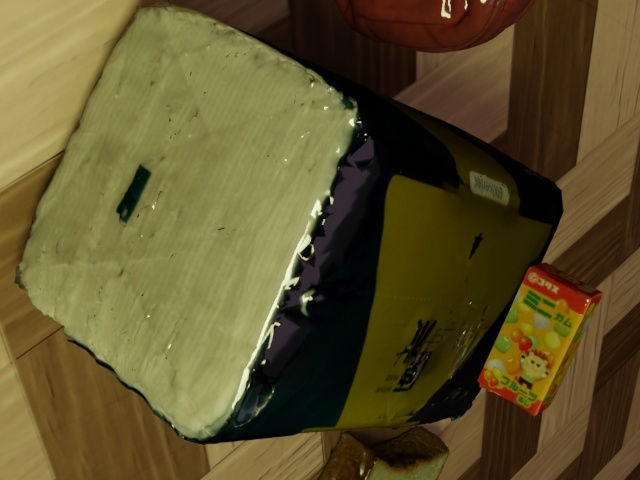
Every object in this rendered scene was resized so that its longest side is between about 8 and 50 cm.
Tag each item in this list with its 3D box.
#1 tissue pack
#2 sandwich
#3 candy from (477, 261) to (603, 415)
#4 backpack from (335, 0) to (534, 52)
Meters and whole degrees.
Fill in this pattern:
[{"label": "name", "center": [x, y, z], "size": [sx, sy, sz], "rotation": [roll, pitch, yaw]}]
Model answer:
[{"label": "tissue pack", "center": [0.000, 0.000, 0.990], "size": [0.416, 0.253, 0.264], "rotation": [12, 108, -60]}, {"label": "sandwich", "center": [0.069, 0.336, 1.564], "size": [0.215, 0.065, 0.186], "rotation": [3, 116, -55]}, {"label": "candy", "center": [0.192, 0.087, 1.045], "size": [0.038, 0.062, 0.122], "rotation": [-9, 125, -58]}, {"label": "backpack", "center": [0.083, -0.247, 0.914], "size": [0.139, 0.229, 0.229], "rotation": [-15, 129, -43]}]
